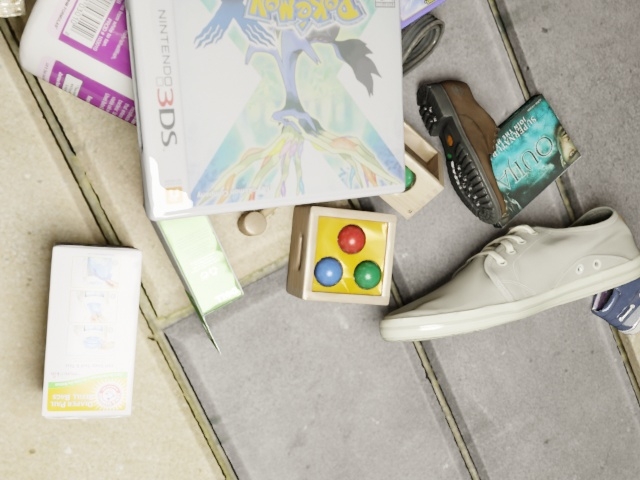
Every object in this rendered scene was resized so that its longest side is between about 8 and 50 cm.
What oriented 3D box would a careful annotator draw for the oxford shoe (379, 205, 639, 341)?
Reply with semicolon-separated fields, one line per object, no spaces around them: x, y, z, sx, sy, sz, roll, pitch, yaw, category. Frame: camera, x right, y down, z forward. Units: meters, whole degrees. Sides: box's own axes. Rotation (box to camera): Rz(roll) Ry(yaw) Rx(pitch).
0.278;0.049;1.058;0.450;0.169;0.130;-16;90;-20;oxford shoe

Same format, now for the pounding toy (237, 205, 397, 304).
-0.005;-0.010;0.991;0.206;0.094;0.181;5;91;-19;pounding toy

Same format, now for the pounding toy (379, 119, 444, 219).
0.090;-0.099;0.996;0.130;0.141;0.100;39;119;-16;pounding toy

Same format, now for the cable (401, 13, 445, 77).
0.083;-0.208;1.010;0.287;0.072;0.139;-33;143;-25;cable

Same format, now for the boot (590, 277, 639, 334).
0.521;0.057;1.182;0.086;0.069;0.190;28;86;-21;boot

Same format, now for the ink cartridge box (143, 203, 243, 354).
-0.155;0.034;0.936;0.062;0.109;0.209;-27;101;-15;ink cartridge box

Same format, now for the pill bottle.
-0.190;-0.215;0.881;0.302;0.169;0.169;26;85;-18;pill bottle

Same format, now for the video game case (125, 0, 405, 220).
-0.050;-0.188;0.830;0.329;0.036;0.299;-8;102;-26;video game case

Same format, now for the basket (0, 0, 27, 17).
-0.424;-0.308;0.819;0.167;0.113;0.103;-9;118;-18;basket

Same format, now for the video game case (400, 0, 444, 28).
0.027;-0.367;0.912;0.270;0.061;0.244;-35;103;-14;video game case

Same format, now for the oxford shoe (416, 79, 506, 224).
0.228;-0.135;1.046;0.096;0.083;0.227;-17;82;-19;oxford shoe

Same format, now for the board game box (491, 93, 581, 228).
0.310;-0.124;1.126;0.186;0.026;0.126;-41;104;-12;board game box

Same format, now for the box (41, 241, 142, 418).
-0.285;0.107;0.893;0.103;0.114;0.203;4;90;-20;box
